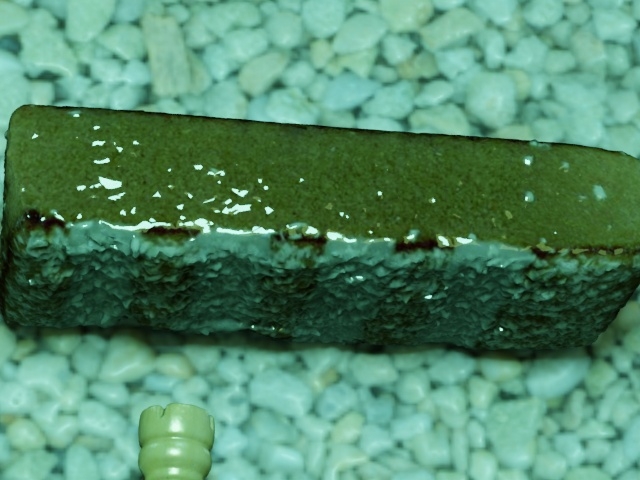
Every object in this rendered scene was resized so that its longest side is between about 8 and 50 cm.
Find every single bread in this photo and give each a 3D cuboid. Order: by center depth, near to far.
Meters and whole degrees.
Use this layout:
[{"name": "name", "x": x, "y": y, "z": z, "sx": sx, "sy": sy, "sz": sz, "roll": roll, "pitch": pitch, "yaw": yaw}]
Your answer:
[{"name": "bread", "x": 0.000, "y": 0.000, "z": 1.275, "sx": 0.417, "sy": 0.165, "sz": 0.113, "roll": 3, "pitch": 67, "yaw": -7}]

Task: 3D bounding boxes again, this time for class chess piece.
[{"name": "chess piece", "x": -0.093, "y": 0.168, "z": 1.251, "sx": 0.066, "sy": 0.066, "sz": 0.122, "roll": 6, "pitch": 62, "yaw": -7}]
